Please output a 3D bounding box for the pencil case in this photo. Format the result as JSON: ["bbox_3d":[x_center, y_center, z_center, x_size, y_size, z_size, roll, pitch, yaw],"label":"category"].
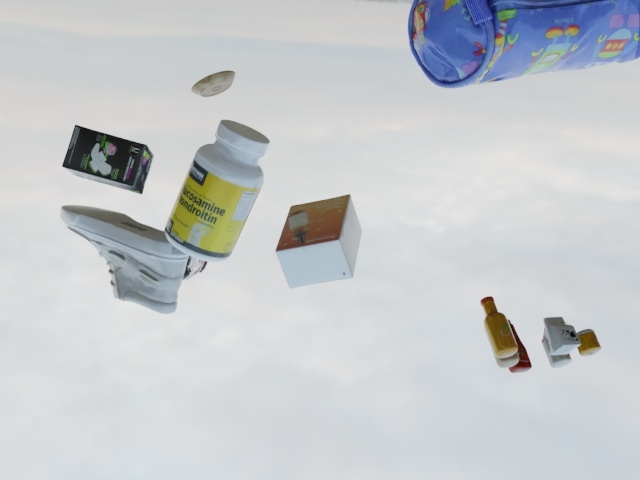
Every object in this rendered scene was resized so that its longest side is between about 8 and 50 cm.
[{"bbox_3d":[0.245,-0.240,0.902,0.306,0.119,0.133,-15,167,-30],"label":"pencil case"}]

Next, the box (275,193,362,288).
[{"bbox_3d":[0.000,0.000,1.618,0.130,0.091,0.170,-11,-150,16],"label":"box"}]

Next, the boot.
[{"bbox_3d":[-0.314,0.029,1.295,0.258,0.123,0.095,20,-166,34],"label":"boot"}]

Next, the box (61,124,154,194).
[{"bbox_3d":[-0.239,-0.091,0.955,0.083,0.052,0.062,16,174,0],"label":"box"}]

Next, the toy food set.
[{"bbox_3d":[0.369,0.161,1.467,0.232,0.111,0.104,0,-122,-26],"label":"toy food set"}]

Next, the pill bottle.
[{"bbox_3d":[-0.140,-0.070,1.172,0.103,0.184,0.103,23,-163,-8],"label":"pill bottle"}]

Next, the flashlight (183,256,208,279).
[{"bbox_3d":[-0.273,0.023,1.599,0.103,0.103,0.304,5,177,-1],"label":"flashlight"}]

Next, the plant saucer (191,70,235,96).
[{"bbox_3d":[-0.184,-0.270,1.464,0.083,0.015,0.083,-23,174,-2],"label":"plant saucer"}]
